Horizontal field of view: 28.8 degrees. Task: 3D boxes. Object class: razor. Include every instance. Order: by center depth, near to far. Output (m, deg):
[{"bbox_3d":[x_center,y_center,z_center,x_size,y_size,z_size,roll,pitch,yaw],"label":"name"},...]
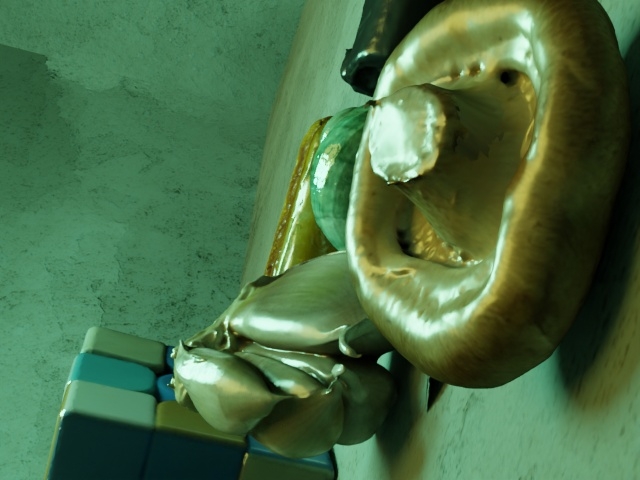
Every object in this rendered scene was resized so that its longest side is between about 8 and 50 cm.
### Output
[{"bbox_3d":[0.109,-0.337,1.519,0.189,0.107,0.327,134,147,-74],"label":"razor"}]

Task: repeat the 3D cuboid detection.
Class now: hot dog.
[{"bbox_3d":[0.000,0.000,1.700,0.158,0.117,0.349,-172,98,-79],"label":"hot dog"}]

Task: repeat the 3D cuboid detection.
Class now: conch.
[{"bbox_3d":[0.052,-0.073,1.439,0.176,0.121,0.188,73,-155,-54],"label":"conch"}]

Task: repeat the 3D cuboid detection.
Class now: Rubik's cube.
[{"bbox_3d":[-0.197,0.353,1.649,0.344,0.346,0.347,-110,34,-75],"label":"Rubik's cube"}]

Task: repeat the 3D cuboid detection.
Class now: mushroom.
[{"bbox_3d":[0.110,-0.043,0.835,0.278,0.146,0.278,-33,49,48],"label":"mushroom"}]

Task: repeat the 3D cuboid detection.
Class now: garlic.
[{"bbox_3d":[-0.020,0.111,1.267,0.292,0.237,0.210,3,88,46],"label":"garlic"}]

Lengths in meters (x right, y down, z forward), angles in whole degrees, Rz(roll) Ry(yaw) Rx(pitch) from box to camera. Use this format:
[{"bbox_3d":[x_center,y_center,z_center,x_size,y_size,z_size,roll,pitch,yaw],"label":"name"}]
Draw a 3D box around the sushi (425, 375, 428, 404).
[{"bbox_3d":[0.087,-0.038,1.124,0.264,0.050,0.290,89,-173,-52],"label":"sushi"}]
